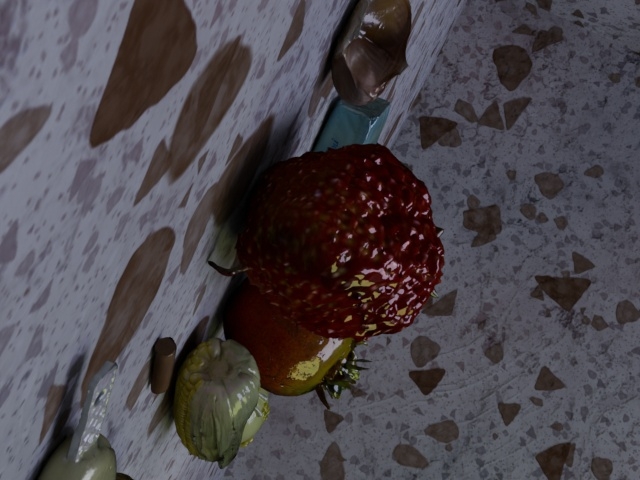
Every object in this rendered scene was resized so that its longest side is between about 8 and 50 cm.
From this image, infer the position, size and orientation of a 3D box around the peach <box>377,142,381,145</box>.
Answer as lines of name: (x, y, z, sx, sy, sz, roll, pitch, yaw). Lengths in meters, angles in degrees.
peach: (0.062, -0.088, 1.881, 0.154, 0.159, 0.267, 103, 15, -44)

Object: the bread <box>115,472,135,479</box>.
bread: (-0.224, 0.354, 1.198, 0.102, 0.138, 0.196, -52, 174, -10)

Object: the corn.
corn: (-0.149, 0.240, 1.437, 0.122, 0.123, 0.305, -34, 163, -22)

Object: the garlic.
garlic: (0.074, -0.273, 1.357, 0.174, 0.099, 0.124, -64, -170, -6)

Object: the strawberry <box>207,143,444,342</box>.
strawberry: (-0.002, 0.001, 1.273, 0.343, 0.292, 0.292, 5, 113, -58)

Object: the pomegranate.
pomegranate: (-0.037, 0.143, 1.510, 0.210, 0.235, 0.210, -47, 174, -6)

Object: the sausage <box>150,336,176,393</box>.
sausage: (-0.188, 0.151, 1.174, 0.026, 0.026, 0.116, -60, 175, -35)

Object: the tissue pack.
tissue pack: (0.025, -0.117, 1.671, 0.177, 0.089, 0.263, -54, 167, -70)

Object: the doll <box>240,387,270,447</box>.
doll: (-0.142, 0.275, 1.741, 0.296, 0.117, 0.141, 107, 7, -63)

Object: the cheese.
cheese: (-0.224, 0.207, 0.918, 0.251, 0.054, 0.127, -68, 173, 33)
